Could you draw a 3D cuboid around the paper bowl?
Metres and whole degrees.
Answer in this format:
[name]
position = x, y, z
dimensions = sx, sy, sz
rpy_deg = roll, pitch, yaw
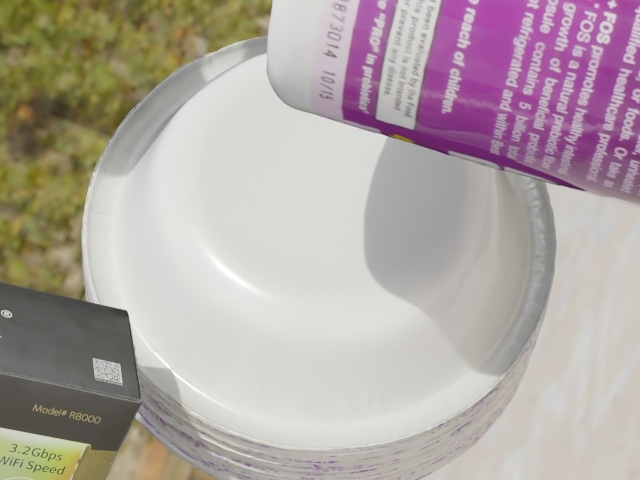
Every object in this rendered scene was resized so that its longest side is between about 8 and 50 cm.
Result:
[paper bowl]
position = 0.000, 0.000, 1.088
dimensions = 0.148, 0.284, 0.284
rpy_deg = 98, -172, -61

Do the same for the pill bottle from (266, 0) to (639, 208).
[pill bottle]
position = 0.140, -0.103, 0.849
dimensions = 0.169, 0.301, 0.169
rpy_deg = 17, -90, -82

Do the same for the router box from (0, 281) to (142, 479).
[router box]
position = -0.279, 0.119, 0.953
dimensions = 0.081, 0.308, 0.243
rpy_deg = -107, 36, -53
